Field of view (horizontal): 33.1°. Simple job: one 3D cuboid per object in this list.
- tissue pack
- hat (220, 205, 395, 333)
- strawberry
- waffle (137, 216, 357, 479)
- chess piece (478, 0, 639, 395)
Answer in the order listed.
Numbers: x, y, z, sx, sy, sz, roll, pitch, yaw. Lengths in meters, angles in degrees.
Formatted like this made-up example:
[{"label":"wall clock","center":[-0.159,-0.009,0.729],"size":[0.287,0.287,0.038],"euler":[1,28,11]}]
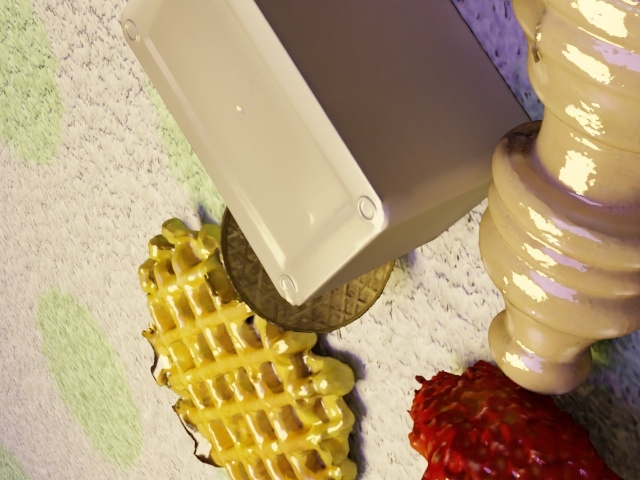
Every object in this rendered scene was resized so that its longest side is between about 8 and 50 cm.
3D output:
[{"label":"tissue pack","center":[-0.003,-0.106,0.716],"size":[0.246,0.136,0.159],"euler":[59,146,9]},{"label":"hat","center":[0.000,0.000,0.857],"size":[0.146,0.067,0.145],"euler":[0,89,18]},{"label":"strawberry","center":[0.145,0.156,0.720],"size":[0.174,0.098,0.228],"euler":[43,-169,-15]},{"label":"waffle","center":[-0.081,0.134,1.051],"size":[0.312,0.060,0.307],"euler":[45,140,26]},{"label":"chess piece","center":[0.153,-0.022,0.594],"size":[0.139,0.124,0.307],"euler":[13,133,10]}]
